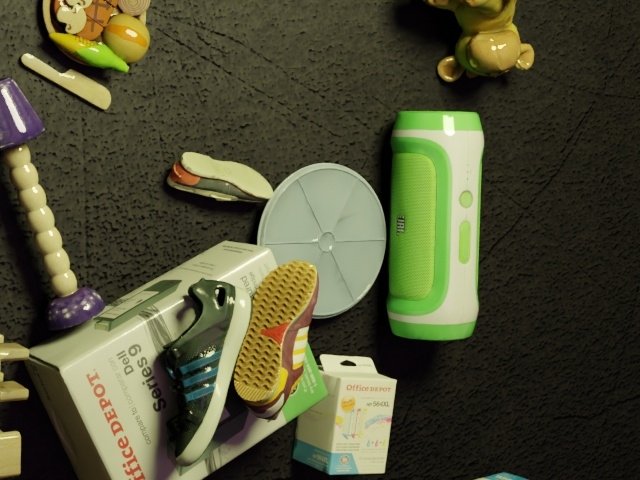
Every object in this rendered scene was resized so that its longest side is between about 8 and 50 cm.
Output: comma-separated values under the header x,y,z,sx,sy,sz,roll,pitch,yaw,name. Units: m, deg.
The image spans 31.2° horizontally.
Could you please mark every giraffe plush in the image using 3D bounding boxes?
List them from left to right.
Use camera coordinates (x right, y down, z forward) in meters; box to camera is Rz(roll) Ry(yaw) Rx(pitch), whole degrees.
x,y,z,sx,sy,sz,roll,pitch,yaw,name
0.219,-0.296,1.543,0.210,0.181,0.170,-47,136,-60,giraffe plush

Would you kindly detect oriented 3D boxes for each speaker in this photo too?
x,y,z,sx,sy,sz,roll,pitch,yaw,name
0.152,-0.022,1.524,0.131,0.131,0.296,-3,96,-33,speaker

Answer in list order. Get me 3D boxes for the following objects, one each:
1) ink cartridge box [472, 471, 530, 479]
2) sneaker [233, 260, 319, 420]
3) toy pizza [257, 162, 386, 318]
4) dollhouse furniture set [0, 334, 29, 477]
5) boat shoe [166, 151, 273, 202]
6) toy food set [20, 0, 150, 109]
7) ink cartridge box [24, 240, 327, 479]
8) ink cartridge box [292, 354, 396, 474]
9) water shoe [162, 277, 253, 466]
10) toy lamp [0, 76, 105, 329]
x,y,z,sx,sy,sz,roll,pitch,yaw,name
0.214,0.428,1.639,0.203,0.086,0.148,-5,97,-32,ink cartridge box
-0.046,0.113,1.305,0.084,0.070,0.185,70,38,-57,sneaker
0.000,0.000,1.484,0.201,0.032,0.201,-4,98,-34,toy pizza
-0.399,0.197,1.113,0.161,0.242,0.212,-1,95,-33,dollhouse furniture set
-0.120,-0.069,1.391,0.137,0.049,0.043,15,129,-36,boat shoe
-0.246,-0.257,1.288,0.132,0.038,0.192,26,80,-33,toy food set
-0.163,0.159,1.337,0.289,0.121,0.211,-31,110,-27,ink cartridge box
0.032,0.223,1.493,0.092,0.090,0.143,6,92,-34,ink cartridge box
-0.138,0.141,1.248,0.080,0.073,0.203,19,77,-12,water shoe
-0.310,-0.041,1.247,0.080,0.080,0.274,-28,110,-28,toy lamp
